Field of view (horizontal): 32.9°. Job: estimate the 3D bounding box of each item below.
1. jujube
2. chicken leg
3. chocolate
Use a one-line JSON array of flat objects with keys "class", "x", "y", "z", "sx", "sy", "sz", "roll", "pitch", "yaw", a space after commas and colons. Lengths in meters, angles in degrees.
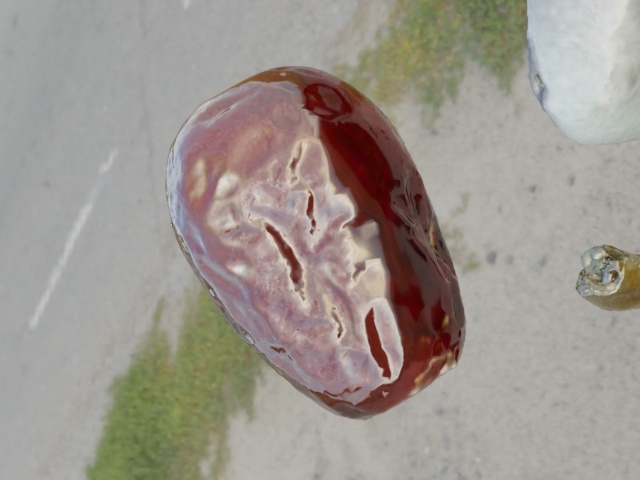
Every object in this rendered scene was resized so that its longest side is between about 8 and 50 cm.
[{"class": "jujube", "x": 0.000, "y": 0.000, "z": 0.974, "sx": 0.223, "sy": 0.223, "sz": 0.318, "roll": -37, "pitch": 82, "yaw": 48}, {"class": "chicken leg", "x": 0.266, "y": 0.028, "z": 0.751, "sx": 0.069, "sy": 0.197, "sz": 0.085, "roll": -142, "pitch": 54, "yaw": -67}, {"class": "chocolate", "x": 0.240, "y": -0.223, "z": 0.804, "sx": 0.100, "sy": 0.185, "sz": 0.303, "roll": 10, "pitch": 110, "yaw": 51}]
